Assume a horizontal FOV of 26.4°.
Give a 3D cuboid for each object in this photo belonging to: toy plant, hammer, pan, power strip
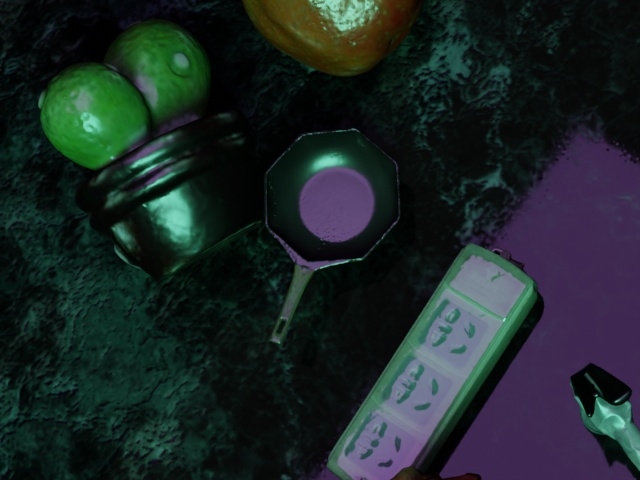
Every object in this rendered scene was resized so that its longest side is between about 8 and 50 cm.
[{"bbox_3d":[-0.154,-0.093,1.284,0.175,0.218,0.235,-28,91,32],"label":"toy plant"},{"bbox_3d":[0.327,0.269,1.056,0.044,0.152,0.427,-36,68,3],"label":"hammer"},{"bbox_3d":[-0.012,-0.010,1.283,0.128,0.048,0.202,42,83,17],"label":"pan"},{"bbox_3d":[0.100,0.123,1.217,0.078,0.052,0.272,32,84,21],"label":"power strip"}]

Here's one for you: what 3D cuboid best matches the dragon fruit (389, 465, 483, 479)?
[{"bbox_3d":[0.107,0.318,1.035,0.301,0.295,0.296,13,77,27],"label":"dragon fruit"}]

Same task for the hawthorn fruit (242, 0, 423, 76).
[{"bbox_3d":[0.013,-0.246,1.291,0.189,0.189,0.189,-4,73,14],"label":"hawthorn fruit"}]
